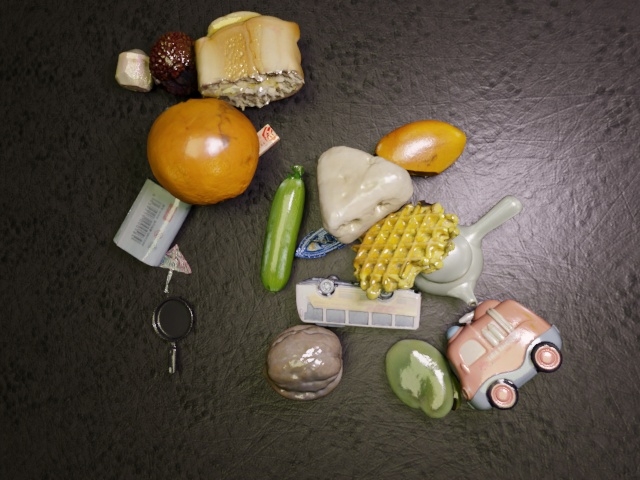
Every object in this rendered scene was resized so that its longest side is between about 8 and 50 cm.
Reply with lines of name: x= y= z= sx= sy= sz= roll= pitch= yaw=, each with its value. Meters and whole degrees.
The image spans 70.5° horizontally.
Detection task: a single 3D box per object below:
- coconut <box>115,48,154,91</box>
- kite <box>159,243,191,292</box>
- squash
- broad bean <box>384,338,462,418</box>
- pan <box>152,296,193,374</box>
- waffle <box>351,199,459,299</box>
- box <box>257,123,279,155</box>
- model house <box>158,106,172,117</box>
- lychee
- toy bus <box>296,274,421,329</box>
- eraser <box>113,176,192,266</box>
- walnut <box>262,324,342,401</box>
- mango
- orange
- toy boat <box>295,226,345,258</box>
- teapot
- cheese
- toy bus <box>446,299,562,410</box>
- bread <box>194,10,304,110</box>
coconut: x=-0.580 y=-0.542 z=1.433 sx=0.116 sy=0.116 sz=0.122 roll=7 pitch=92 yaw=11
kite: x=-0.467 y=0.088 z=1.423 sx=0.139 sy=0.011 sz=0.156 roll=13 pitch=89 yaw=14
squash: x=-0.108 y=-0.034 z=1.315 sx=0.102 sy=0.101 sz=0.378 roll=12 pitch=93 yaw=12
broad bean: x=0.276 y=0.369 z=1.217 sx=0.228 sy=0.100 sz=0.169 roll=33 pitch=85 yaw=13
pan: x=-0.454 y=0.292 z=1.396 sx=0.136 sy=0.028 sz=0.234 roll=-2 pitch=83 yaw=12
waffle: x=0.208 y=0.006 z=1.165 sx=0.312 sy=0.307 sz=0.060 roll=-31 pitch=124 yaw=24
box: x=-0.177 y=-0.304 z=1.387 sx=0.093 sy=0.015 sz=0.058 roll=-40 pitch=82 yaw=7
model house: x=-0.470 y=-0.374 z=1.434 sx=0.079 sy=0.066 sz=0.083 roll=15 pitch=72 yaw=22
lychee: x=-0.430 y=-0.536 z=1.374 sx=0.188 sy=0.188 sz=0.187 roll=-1 pitch=86 yaw=11
toy bus: x=0.105 y=0.172 z=1.264 sx=0.343 sy=0.097 sz=0.137 roll=1 pitch=93 yaw=10
eraser: x=-0.520 y=-0.058 z=1.406 sx=0.174 sy=0.081 sz=0.226 roll=31 pitch=93 yaw=16
walnut: x=-0.048 y=0.330 z=1.227 sx=0.225 sy=0.224 sz=0.223 roll=-1 pitch=86 yaw=11
mango: x=0.273 y=-0.247 z=1.241 sx=0.253 sy=0.126 sz=0.153 roll=-13 pitch=92 yaw=7
orange: x=-0.321 y=-0.245 z=1.269 sx=0.313 sy=0.312 sz=0.311 roll=-1 pitch=86 yaw=11
toy boat: x=0.000 y=0.000 z=1.286 sx=0.175 sy=0.110 sz=0.091 roll=-29 pitch=79 yaw=10
teapot: x=0.357 y=0.001 z=1.196 sx=0.220 sy=0.149 sz=0.318 roll=25 pitch=92 yaw=10
cheese: x=0.107 y=-0.154 z=1.223 sx=0.252 sy=0.174 sz=0.247 roll=-29 pitch=57 yaw=16
toy bus: x=0.446 y=0.277 z=1.145 sx=0.288 sy=0.194 sz=0.232 roll=-41 pitch=72 yaw=6
bread: x=-0.203 y=-0.516 z=1.318 sx=0.316 sy=0.211 sz=0.269 roll=-11 pitch=77 yaw=2
